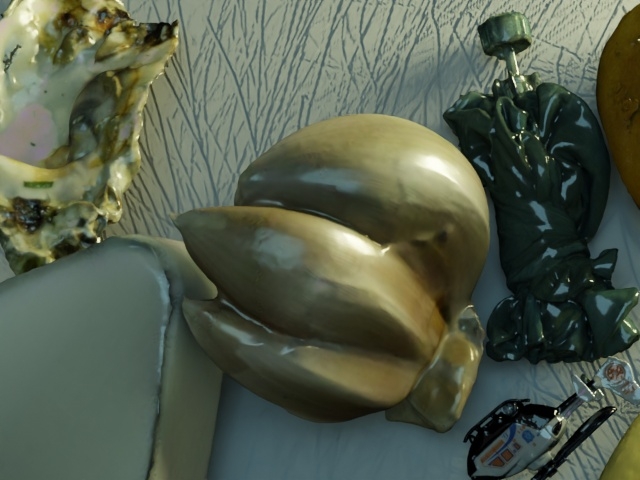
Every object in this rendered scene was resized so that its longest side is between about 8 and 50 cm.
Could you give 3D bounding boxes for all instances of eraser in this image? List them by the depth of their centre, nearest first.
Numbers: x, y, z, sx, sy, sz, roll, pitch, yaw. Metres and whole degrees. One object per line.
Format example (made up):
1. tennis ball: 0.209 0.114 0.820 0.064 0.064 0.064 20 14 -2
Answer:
1. eraser: -0.205 0.128 1.674 0.331 0.150 0.331 -1 87 20

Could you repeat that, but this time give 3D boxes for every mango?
1. mango: 0.342 -0.116 1.710 0.156 0.151 0.248 1 67 -25

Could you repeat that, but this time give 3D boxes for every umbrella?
1. umbrella: 0.198 -0.052 1.728 0.143 0.094 0.349 -8 74 1

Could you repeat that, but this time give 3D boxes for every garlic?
1. garlic: 0.034 0.025 1.630 0.132 0.325 0.279 20 76 50

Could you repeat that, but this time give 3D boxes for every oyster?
1. oyster: -0.252 -0.104 1.785 0.201 0.107 0.354 6 53 11

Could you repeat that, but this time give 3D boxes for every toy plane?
1. toy plane: 0.200 0.170 1.682 0.197 0.053 0.078 -40 75 12

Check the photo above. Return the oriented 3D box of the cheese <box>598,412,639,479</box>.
1. cheese: 0.360 0.228 1.598 0.316 0.128 0.259 -37 53 -7
